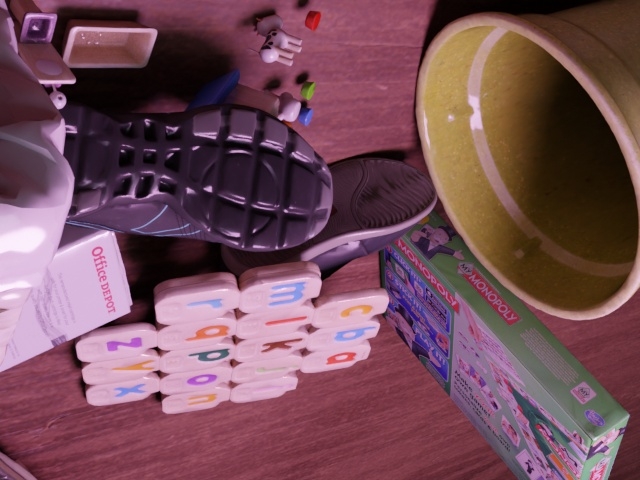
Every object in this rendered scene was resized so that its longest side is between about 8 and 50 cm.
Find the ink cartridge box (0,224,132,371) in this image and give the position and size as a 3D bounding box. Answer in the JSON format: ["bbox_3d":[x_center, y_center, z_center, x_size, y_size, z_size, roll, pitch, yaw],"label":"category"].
[{"bbox_3d":[-0.231,0.035,0.826,0.151,0.063,0.109,-26,145,-19],"label":"ink cartridge box"}]

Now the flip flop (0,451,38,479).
[{"bbox_3d":[-0.310,0.242,1.006,0.112,0.080,0.277,-30,132,-3],"label":"flip flop"}]

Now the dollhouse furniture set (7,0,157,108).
[{"bbox_3d":[-0.143,-0.129,0.691,0.114,0.081,0.091,-7,137,-39],"label":"dollhouse furniture set"}]

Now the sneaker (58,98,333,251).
[{"bbox_3d":[-0.117,-0.051,0.760,0.267,0.106,0.101,9,86,-29],"label":"sneaker"}]

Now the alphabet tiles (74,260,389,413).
[{"bbox_3d":[-0.082,0.097,0.999,0.278,0.021,0.284,-8,153,-11],"label":"alphabet tiles"}]

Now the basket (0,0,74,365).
[{"bbox_3d":[-0.309,-0.026,0.408,0.328,0.331,0.266,-3,136,-31],"label":"basket"}]

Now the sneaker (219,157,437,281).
[{"bbox_3d":[0.000,0.000,1.008,0.222,0.083,0.118,-20,155,-23],"label":"sneaker"}]

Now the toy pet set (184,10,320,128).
[{"bbox_3d":[-0.055,-0.113,0.839,0.122,0.065,0.114,96,19,-52],"label":"toy pet set"}]

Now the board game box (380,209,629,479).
[{"bbox_3d":[0.166,0.118,1.073,0.046,0.317,0.213,-29,147,-17],"label":"board game box"}]

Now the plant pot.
[{"bbox_3d":[0.268,-0.107,0.947,0.254,0.276,0.276,-27,146,-24],"label":"plant pot"}]
